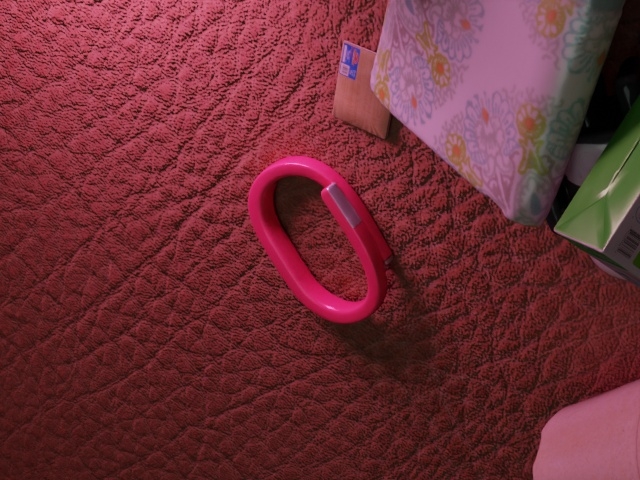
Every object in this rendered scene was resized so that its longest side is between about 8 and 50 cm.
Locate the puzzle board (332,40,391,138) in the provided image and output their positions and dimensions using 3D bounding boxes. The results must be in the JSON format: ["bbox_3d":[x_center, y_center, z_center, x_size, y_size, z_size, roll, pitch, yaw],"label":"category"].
[{"bbox_3d":[0.067,-0.222,1.800,0.096,0.011,0.128,27,130,23],"label":"puzzle board"}]

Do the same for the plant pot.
[{"bbox_3d":[0.469,0.313,1.654,0.334,0.334,0.305,56,146,-6],"label":"plant pot"}]

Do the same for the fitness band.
[{"bbox_3d":[0.000,0.000,1.967,0.209,0.054,0.291,-23,101,46],"label":"fitness band"}]

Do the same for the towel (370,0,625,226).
[{"bbox_3d":[0.206,-0.247,1.529,0.374,0.090,0.321,48,139,42],"label":"towel"}]

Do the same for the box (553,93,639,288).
[{"bbox_3d":[0.444,-0.052,1.393,0.231,0.262,0.127,31,-178,-21],"label":"box"}]

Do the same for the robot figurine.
[{"bbox_3d":[0.393,-0.085,1.533,0.209,0.173,0.278,14,128,60],"label":"robot figurine"}]
